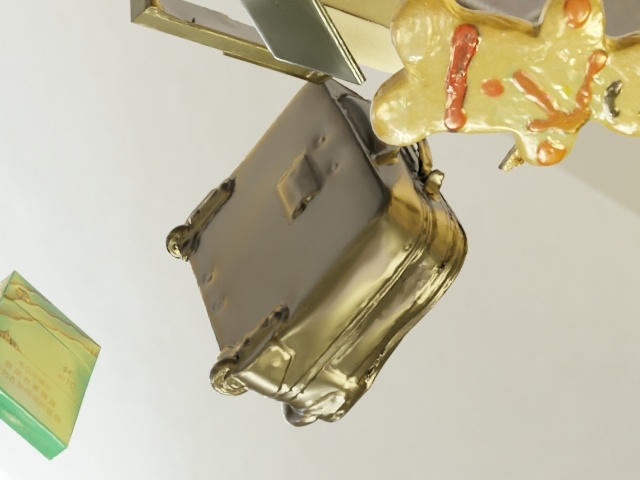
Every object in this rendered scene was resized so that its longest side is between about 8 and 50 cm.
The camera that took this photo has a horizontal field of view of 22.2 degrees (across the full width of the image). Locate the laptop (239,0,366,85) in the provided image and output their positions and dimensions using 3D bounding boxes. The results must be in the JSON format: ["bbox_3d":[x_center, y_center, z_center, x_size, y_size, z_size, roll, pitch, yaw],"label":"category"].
[{"bbox_3d":[-0.036,-0.217,1.493,0.129,0.180,0.016,23,-112,39],"label":"laptop"}]

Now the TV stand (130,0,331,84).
[{"bbox_3d":[-0.086,-0.223,1.721,0.040,0.256,0.049,-26,-120,45],"label":"TV stand"}]

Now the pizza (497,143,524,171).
[{"bbox_3d":[0.220,-0.099,1.735,0.078,0.025,0.083,-53,180,35],"label":"pizza"}]

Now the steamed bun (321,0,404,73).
[{"bbox_3d":[0.046,-0.350,2.250,0.241,0.146,0.164,19,-114,0],"label":"steamed bun"}]

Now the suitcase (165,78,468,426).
[{"bbox_3d":[0.000,0.000,1.879,0.339,0.188,0.345,-51,-150,17],"label":"suitcase"}]

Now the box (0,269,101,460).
[{"bbox_3d":[-0.363,0.153,2.047,0.042,0.161,0.226,-37,-160,22],"label":"box"}]

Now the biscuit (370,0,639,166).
[{"bbox_3d":[0.159,-0.118,1.179,0.234,0.153,0.030,7,-138,-3],"label":"biscuit"}]
